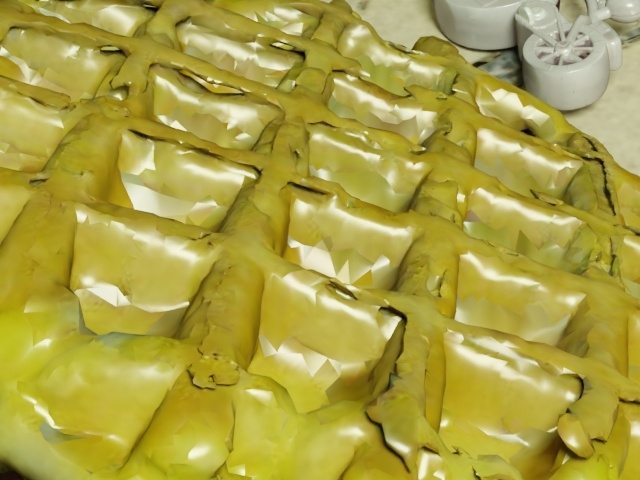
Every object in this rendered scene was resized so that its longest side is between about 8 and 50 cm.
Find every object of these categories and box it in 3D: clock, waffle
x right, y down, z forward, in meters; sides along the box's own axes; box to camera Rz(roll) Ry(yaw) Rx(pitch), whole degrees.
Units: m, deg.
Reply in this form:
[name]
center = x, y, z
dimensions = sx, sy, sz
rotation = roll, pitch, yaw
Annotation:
[clock]
center = 0.112, -0.114, 0.897
dimensions = 0.087, 0.041, 0.129
rotation = -23, 42, -12
[waffle]
center = 0.000, 0.000, 0.673
dimensions = 0.379, 0.095, 0.382
rotation = -9, 37, -44

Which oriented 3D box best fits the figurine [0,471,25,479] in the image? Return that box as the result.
[figurine]
center = -0.153, 0.139, 0.579
dimensions = 0.173, 0.173, 0.173
rotation = -3, 45, 3
